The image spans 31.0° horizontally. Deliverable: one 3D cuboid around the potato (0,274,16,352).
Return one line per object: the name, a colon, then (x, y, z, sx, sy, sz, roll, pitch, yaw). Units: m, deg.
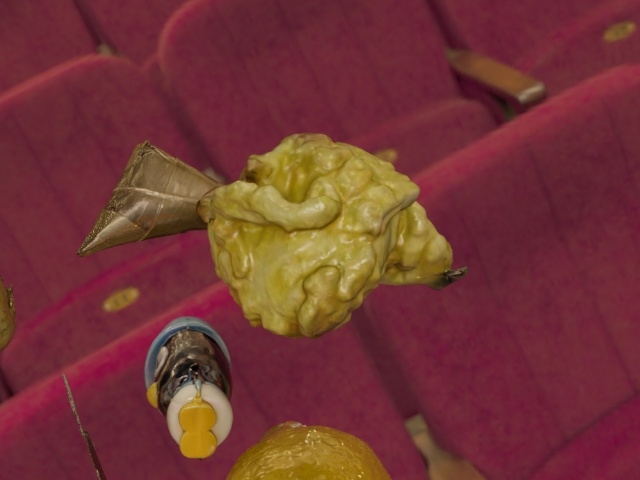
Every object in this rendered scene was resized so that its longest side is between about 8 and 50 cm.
potato: (-0.625, 0.125, 1.680, 0.359, 0.219, 0.270, -13, -1, 25)

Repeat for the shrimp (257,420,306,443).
shrimp: (-0.078, 0.395, 1.804, 0.150, 0.068, 0.248, 36, 100, 51)

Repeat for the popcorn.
popcorn: (-0.005, -0.008, 1.380, 0.293, 0.237, 0.293, -24, -6, -3)

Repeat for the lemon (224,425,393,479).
lemon: (-0.019, 0.370, 1.525, 0.245, 0.245, 0.320, -17, 5, 13)

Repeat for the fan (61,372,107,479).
fan: (-0.169, 0.159, 0.860, 0.005, 0.133, 0.085, -21, 13, -11)

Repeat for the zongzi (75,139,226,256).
zongzi: (-0.198, -0.021, 1.464, 0.176, 0.160, 0.078, -66, 5, -26)

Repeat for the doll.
doll: (-0.207, 0.226, 1.826, 0.141, 0.177, 0.314, -3, 19, -9)
